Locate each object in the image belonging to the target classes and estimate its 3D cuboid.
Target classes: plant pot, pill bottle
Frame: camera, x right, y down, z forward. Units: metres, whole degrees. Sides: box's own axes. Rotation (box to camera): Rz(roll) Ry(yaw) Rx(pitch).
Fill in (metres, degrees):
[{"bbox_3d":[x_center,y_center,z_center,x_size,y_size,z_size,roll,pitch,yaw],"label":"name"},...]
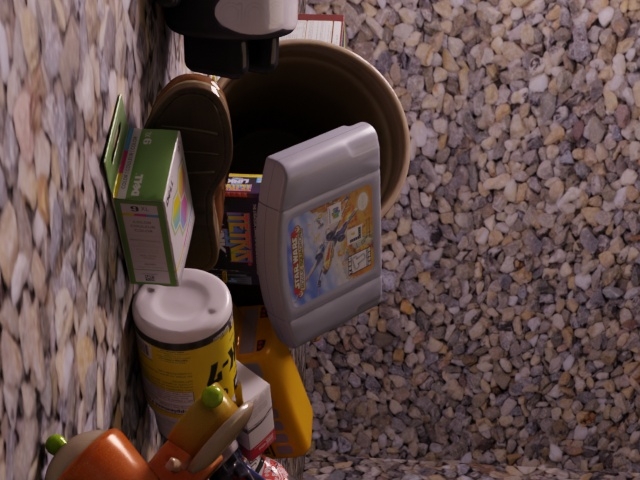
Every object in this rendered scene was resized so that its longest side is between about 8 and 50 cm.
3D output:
[{"bbox_3d":[-0.052,-0.122,1.937,0.280,0.323,0.323,144,-49,-73],"label":"plant pot"},{"bbox_3d":[-0.161,0.147,1.494,0.119,0.119,0.208,-83,175,-48],"label":"pill bottle"}]

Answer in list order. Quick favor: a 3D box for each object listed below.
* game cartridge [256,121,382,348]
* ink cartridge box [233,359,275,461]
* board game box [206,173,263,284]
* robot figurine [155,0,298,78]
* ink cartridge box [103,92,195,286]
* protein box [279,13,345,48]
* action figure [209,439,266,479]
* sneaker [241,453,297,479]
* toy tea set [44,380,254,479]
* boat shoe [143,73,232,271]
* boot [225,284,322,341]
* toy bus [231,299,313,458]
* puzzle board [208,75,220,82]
[{"bbox_3d":[0.000,0.000,1.712,0.198,0.062,0.297,-29,129,-37],"label":"game cartridge"},{"bbox_3d":[-0.119,0.237,1.751,0.056,0.099,0.135,-39,147,-29],"label":"ink cartridge box"},{"bbox_3d":[-0.128,-0.014,1.731,0.048,0.141,0.170,-81,172,-50],"label":"board game box"},{"bbox_3d":[-0.113,-0.348,1.531,0.209,0.173,0.278,-91,-177,-72],"label":"robot figurine"},{"bbox_3d":[-0.188,-0.053,1.366,0.209,0.062,0.109,87,7,-50],"label":"ink cartridge box"},{"bbox_3d":[-0.061,-0.274,2.117,0.200,0.201,0.136,89,5,-47],"label":"protein box"},{"bbox_3d":[-0.172,0.348,1.669,0.341,0.178,0.330,62,1,-5],"label":"action figure"},{"bbox_3d":[-0.166,0.435,1.879,0.270,0.145,0.090,-51,-178,-6],"label":"sneaker"},{"bbox_3d":[-0.192,0.229,1.198,0.200,0.124,0.336,-45,173,-31],"label":"toy tea set"},{"bbox_3d":[-0.164,-0.096,1.490,0.307,0.110,0.104,103,-9,-47],"label":"boat shoe"},{"bbox_3d":[-0.097,0.078,1.893,0.248,0.207,0.090,84,31,-67],"label":"boot"},{"bbox_3d":[-0.112,0.202,1.867,0.333,0.130,0.108,72,17,-45],"label":"toy bus"},{"bbox_3d":[-0.168,-0.234,1.969,0.128,0.011,0.096,88,6,-58],"label":"puzzle board"}]
